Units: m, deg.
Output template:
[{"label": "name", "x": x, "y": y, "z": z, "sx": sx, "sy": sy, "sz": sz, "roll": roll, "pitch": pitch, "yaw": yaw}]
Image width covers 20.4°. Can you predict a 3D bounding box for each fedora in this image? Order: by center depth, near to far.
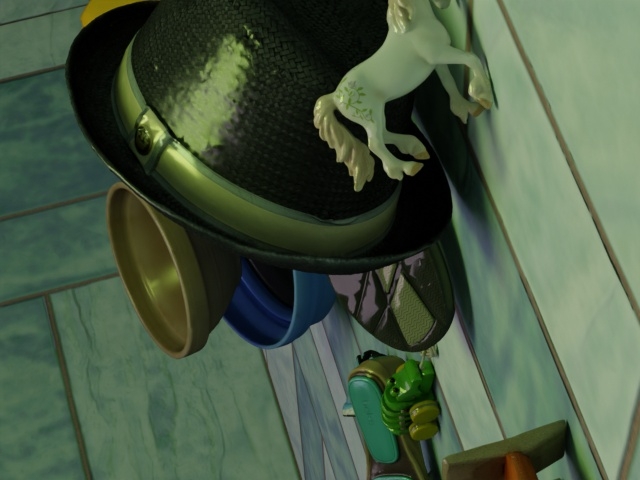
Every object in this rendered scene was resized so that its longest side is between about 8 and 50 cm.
[{"label": "fedora", "x": -0.026, "y": -0.129, "z": 1.331, "sx": 0.334, "sy": 0.334, "sz": 0.152, "roll": -112, "pitch": 37, "yaw": -46}]

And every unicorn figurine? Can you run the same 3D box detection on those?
[{"label": "unicorn figurine", "x": 0.061, "y": -0.117, "z": 1.201, "sx": 0.111, "sy": 0.162, "sz": 0.060, "roll": 49, "pitch": 168, "yaw": -3}]

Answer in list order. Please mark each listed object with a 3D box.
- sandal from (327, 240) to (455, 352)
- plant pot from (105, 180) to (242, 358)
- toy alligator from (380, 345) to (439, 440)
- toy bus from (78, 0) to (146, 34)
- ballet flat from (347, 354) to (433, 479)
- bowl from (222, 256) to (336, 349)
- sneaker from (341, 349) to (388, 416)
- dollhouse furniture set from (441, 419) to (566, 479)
[{"label": "sandal", "x": 0.042, "y": -0.049, "z": 1.507, "sx": 0.120, "sy": 0.086, "sz": 0.303, "roll": -47, "pitch": 61, "yaw": 43}, {"label": "plant pot", "x": -0.173, "y": 0.022, "z": 2.253, "sx": 0.237, "sy": 0.109, "sz": 0.237, "roll": 49, "pitch": 150, "yaw": 41}, {"label": "toy alligator", "x": 0.083, "y": 0.146, "z": 1.725, "sx": 0.190, "sy": 0.051, "sz": 0.056, "roll": 86, "pitch": 167, "yaw": -57}, {"label": "toy bus", "x": -0.151, "y": -0.218, "z": 1.983, "sx": 0.332, "sy": 0.108, "sz": 0.130, "roll": 29, "pitch": 170, "yaw": 39}, {"label": "ballet flat", "x": 0.086, "y": 0.228, "z": 1.845, "sx": 0.080, "sy": 0.073, "sz": 0.232, "roll": 2, "pitch": 109, "yaw": 37}, {"label": "bowl", "x": -0.097, "y": -0.056, "z": 2.260, "sx": 0.391, "sy": 0.077, "sz": 0.391, "roll": 46, "pitch": 148, "yaw": 42}, {"label": "sneaker", "x": 0.062, "y": 0.159, "z": 1.974, "sx": 0.162, "sy": 0.063, "sz": 0.073, "roll": 128, "pitch": 145, "yaw": -76}, {"label": "dollhouse furniture set", "x": 0.144, "y": 0.302, "z": 1.209, "sx": 0.259, "sy": 0.135, "sz": 0.262, "roll": 84, "pitch": 169, "yaw": -50}]
